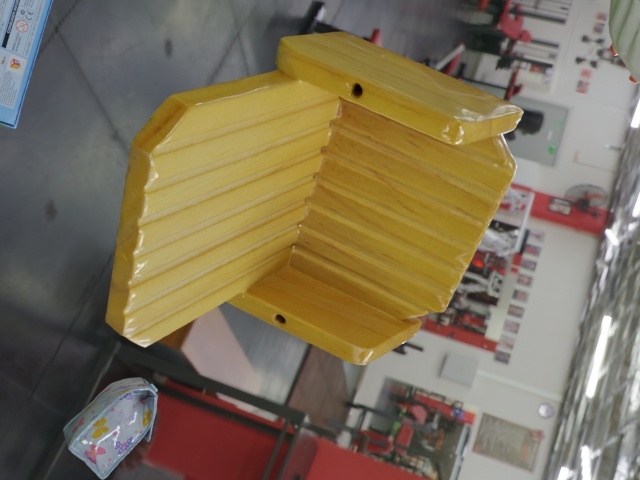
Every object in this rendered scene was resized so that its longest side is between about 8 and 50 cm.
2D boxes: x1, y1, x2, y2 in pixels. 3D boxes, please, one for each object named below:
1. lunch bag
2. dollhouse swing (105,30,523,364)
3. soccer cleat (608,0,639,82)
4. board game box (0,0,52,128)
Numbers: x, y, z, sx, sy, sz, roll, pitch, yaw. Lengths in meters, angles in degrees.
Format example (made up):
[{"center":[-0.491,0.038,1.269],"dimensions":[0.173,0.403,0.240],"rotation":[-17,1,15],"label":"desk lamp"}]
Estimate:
[{"center":[-0.179,0.159,0.624],"dimensions":[0.083,0.053,0.071],"rotation":[-48,-163,-19],"label":"lunch bag"},{"center":[0.000,0.000,0.757],"dimensions":[0.305,0.315,0.346],"rotation":[-51,164,-55],"label":"dollhouse swing"},{"center":[0.290,-0.221,0.616],"dimensions":[0.076,0.068,0.196],"rotation":[113,-24,-68],"label":"soccer cleat"},{"center":[-0.301,-0.188,0.492],"dimensions":[0.212,0.039,0.160],"rotation":[18,87,-42],"label":"board game box"}]
